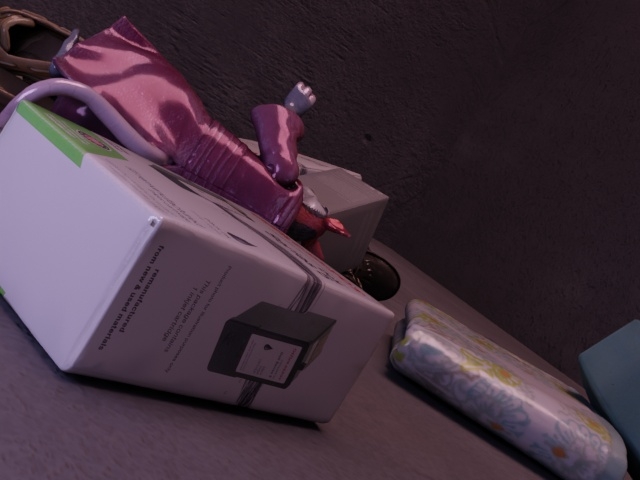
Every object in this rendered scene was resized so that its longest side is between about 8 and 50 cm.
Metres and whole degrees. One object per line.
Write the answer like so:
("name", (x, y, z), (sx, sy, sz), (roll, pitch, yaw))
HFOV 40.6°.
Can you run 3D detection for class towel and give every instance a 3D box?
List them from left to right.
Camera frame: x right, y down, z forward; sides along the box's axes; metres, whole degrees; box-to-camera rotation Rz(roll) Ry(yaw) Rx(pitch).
("towel", (0.247, 0.208, 1.232), (0.320, 0.090, 0.374), (30, 4, 4))

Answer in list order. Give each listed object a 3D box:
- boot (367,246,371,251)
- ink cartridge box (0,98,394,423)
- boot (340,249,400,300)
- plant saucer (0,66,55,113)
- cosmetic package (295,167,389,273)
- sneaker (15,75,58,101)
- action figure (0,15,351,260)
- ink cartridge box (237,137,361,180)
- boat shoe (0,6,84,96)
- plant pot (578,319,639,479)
("boot", (0.000, 0.000, 1.658), (0.338, 0.118, 0.222), (41, 1, 26))
("ink cartridge box", (-0.103, 0.026, 0.657), (0.198, 0.115, 0.272), (36, 6, 39))
("boot", (0.031, 0.062, 1.377), (0.262, 0.091, 0.229), (20, 8, -15))
("plant saucer", (-0.497, -0.235, 1.278), (0.277, 0.041, 0.278), (32, 6, -3))
("cosmetic package", (-0.015, -0.016, 1.197), (0.107, 0.127, 0.238), (34, 23, 25))
("sneaker", (-0.440, -0.276, 1.529), (0.321, 0.126, 0.127), (23, -11, 25))
("action figure", (-0.123, -0.088, 0.914), (0.370, 0.248, 0.276), (28, 6, -10))
("ink cartridge box", (-0.103, -0.093, 1.387), (0.207, 0.117, 0.283), (23, 12, 35))
("boat shoe", (-0.504, -0.337, 1.430), (0.341, 0.122, 0.110), (20, -22, 10))
("plant pot", (0.481, 0.243, 1.231), (0.234, 0.165, 0.166), (57, -1, 35))
